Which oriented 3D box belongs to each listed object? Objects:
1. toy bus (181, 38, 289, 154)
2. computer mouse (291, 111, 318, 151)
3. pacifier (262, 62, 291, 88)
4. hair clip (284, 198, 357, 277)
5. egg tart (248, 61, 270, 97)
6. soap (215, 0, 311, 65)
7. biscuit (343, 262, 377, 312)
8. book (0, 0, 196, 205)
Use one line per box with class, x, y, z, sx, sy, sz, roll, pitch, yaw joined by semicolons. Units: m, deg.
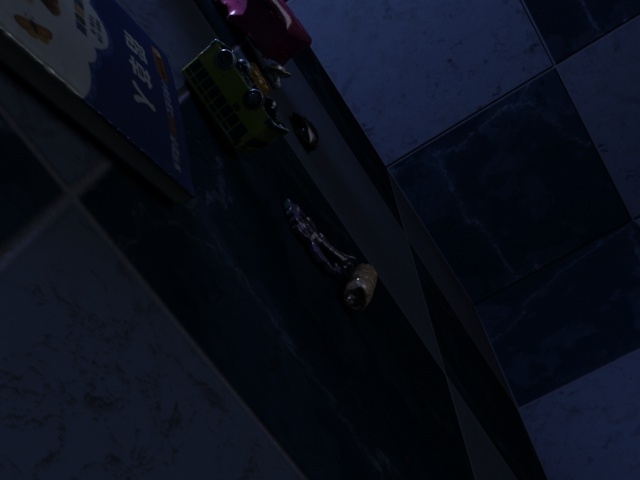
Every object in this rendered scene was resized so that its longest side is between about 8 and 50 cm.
toy bus;-0.137;-0.227;1.103;0.175;0.101;0.088;56;12;8
computer mouse;-0.037;-0.289;1.774;0.079;0.047;0.135;45;16;-50
pacifier;-0.120;-0.432;1.800;0.083;0.068;0.064;12;81;-51
hair clip;0.001;-0.001;1.250;0.195;0.052;0.124;48;10;-25
egg tart;-0.144;-0.342;1.471;0.128;0.049;0.129;57;12;-18
soap;-0.177;-0.614;1.742;0.324;0.127;0.220;54;16;14
biscuit;0.079;0.086;1.321;0.219;0.055;0.061;-54;154;-76
book;-0.288;-0.249;0.705;0.428;0.039;0.300;45;19;-48
